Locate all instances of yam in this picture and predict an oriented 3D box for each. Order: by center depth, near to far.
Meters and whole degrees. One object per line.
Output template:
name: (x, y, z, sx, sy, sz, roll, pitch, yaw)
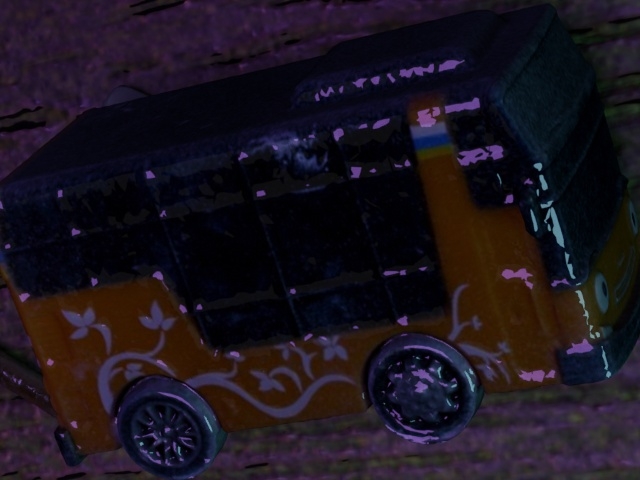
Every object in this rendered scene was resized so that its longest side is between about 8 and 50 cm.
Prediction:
yam: (-0.173, 0.100, 1.209, 0.116, 0.021, 0.021, 29, 110, 15)

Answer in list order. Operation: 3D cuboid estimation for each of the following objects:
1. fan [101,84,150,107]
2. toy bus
fan: (-0.048, -0.056, 1.129, 0.193, 0.016, 0.038, 15, 103, 21)
toy bus: (0.000, 0.000, 1.022, 0.323, 0.162, 0.194, -11, 109, 23)
